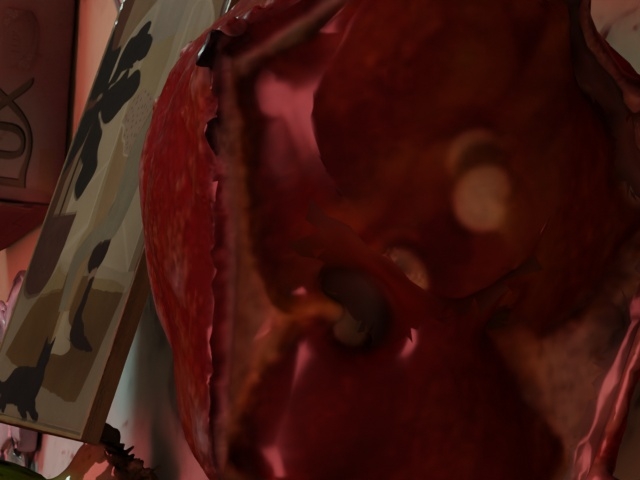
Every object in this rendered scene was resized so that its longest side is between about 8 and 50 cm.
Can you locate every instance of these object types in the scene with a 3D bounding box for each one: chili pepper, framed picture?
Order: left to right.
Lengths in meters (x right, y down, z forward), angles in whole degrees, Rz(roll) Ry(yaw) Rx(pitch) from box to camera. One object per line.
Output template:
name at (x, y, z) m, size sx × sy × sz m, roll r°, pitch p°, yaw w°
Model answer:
framed picture at (-0.079, -0.022, 0.737) m, size 0.136 × 0.010 × 0.200 m, roll -3°, pitch 67°, yaw 65°
chili pepper at (0.000, 0.000, 0.527) m, size 0.144 × 0.136 × 0.253 m, roll 54°, pitch 170°, yaw -11°

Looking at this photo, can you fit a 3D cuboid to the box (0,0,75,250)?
box at (-0.164, -0.077, 0.937) m, size 0.111 × 0.060 × 0.156 m, roll 153°, pitch 122°, yaw -63°

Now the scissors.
scissors at (-0.142, 0.110, 0.889) m, size 0.100 × 0.015 × 0.189 m, roll -37°, pitch 51°, yaw 54°

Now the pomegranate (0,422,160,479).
pomegranate at (-0.118, 0.138, 0.724) m, size 0.130 × 0.130 × 0.130 m, roll -173°, pitch 90°, yaw -66°
